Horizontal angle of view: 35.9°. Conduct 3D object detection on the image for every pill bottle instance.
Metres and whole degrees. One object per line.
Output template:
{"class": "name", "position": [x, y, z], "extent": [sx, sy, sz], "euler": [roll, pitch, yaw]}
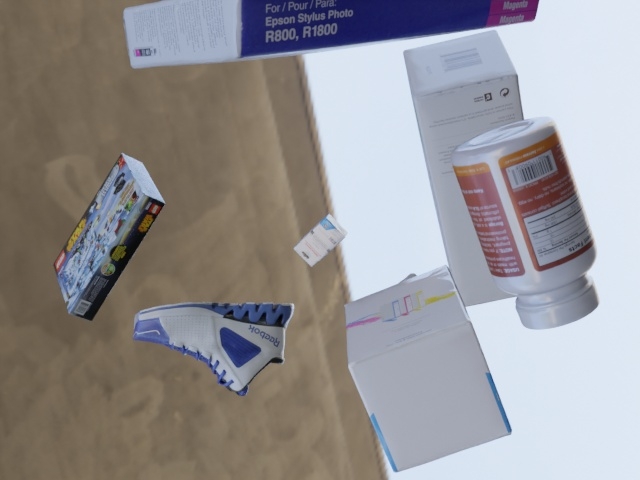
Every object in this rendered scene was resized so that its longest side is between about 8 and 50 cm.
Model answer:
{"class": "pill bottle", "position": [0.232, -0.018, 1.090], "extent": [0.121, 0.121, 0.216], "euler": [-33, -73, -48]}

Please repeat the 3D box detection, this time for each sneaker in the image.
{"class": "sneaker", "position": [-0.203, 0.211, 1.918], "extent": [0.315, 0.127, 0.182], "euler": [0, -97, -12]}

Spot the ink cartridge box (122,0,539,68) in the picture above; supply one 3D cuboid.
{"class": "ink cartridge box", "position": [0.028, -0.211, 0.913], "extent": [0.324, 0.330, 0.071], "euler": [-14, -75, -29]}

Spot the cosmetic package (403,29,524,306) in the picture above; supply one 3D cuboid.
{"class": "cosmetic package", "position": [0.240, -0.106, 1.499], "extent": [0.197, 0.155, 0.365], "euler": [-91, -12, -60]}

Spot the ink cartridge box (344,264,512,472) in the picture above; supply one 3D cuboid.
{"class": "ink cartridge box", "position": [0.076, 0.088, 0.737], "extent": [0.143, 0.090, 0.092], "euler": [-89, -23, -75]}

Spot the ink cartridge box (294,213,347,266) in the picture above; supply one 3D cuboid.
{"class": "ink cartridge box", "position": [0.000, 0.000, 1.697], "extent": [0.048, 0.083, 0.028], "euler": [46, -158, -5]}

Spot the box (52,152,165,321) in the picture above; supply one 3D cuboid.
{"class": "box", "position": [-0.202, -0.004, 0.936], "extent": [0.027, 0.094, 0.137], "euler": [25, -74, -35]}
